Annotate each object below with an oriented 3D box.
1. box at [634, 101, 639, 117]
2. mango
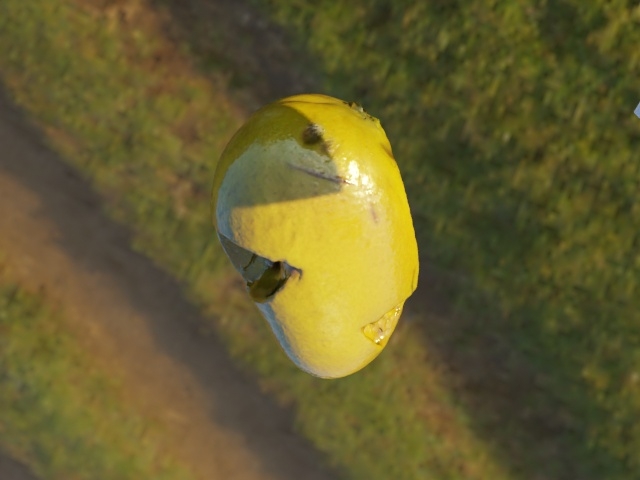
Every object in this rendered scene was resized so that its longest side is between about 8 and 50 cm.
[{"bbox_3d":[0.280,-0.068,1.151,0.129,0.130,0.051,46,134,24],"label":"box"},{"bbox_3d":[0.000,0.000,1.637,0.167,0.130,0.262,-15,115,6],"label":"mango"}]
